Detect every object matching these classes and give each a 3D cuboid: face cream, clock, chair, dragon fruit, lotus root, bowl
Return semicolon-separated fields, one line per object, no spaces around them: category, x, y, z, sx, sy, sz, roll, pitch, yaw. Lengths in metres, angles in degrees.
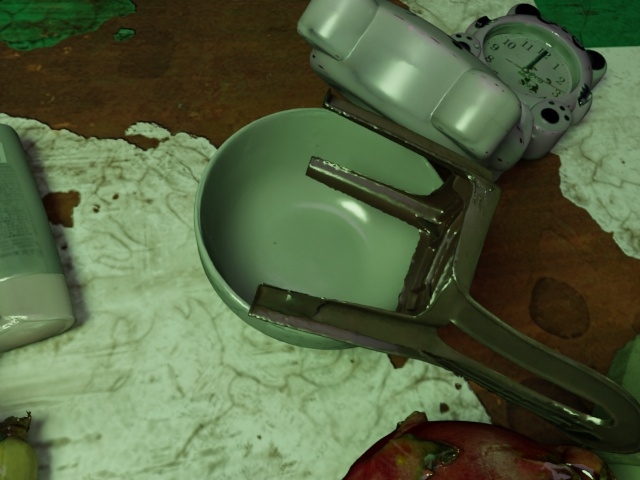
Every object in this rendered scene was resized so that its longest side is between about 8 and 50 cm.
face cream;-0.364;-0.009;0.660;0.107;0.073;0.269;-20;68;-13
clock;0.117;-0.183;0.703;0.295;0.322;0.113;37;101;9
chair;0.118;0.036;0.508;0.326;0.175;0.183;21;75;-3
dragon fruit;0.108;0.275;0.507;0.315;0.250;0.250;-43;73;16
lotus root;-0.309;0.238;0.550;0.073;0.062;0.150;-3;59;13
clock;0.315;-0.259;0.907;0.227;0.090;0.248;43;62;12
bowl;0.000;0.000;0.682;0.287;0.144;0.287;4;63;-8

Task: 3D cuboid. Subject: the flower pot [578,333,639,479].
flower pot;0.371;0.219;0.627;0.212;0.212;0.202;31;48;6

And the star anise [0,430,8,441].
star anise;-0.448;0.172;0.514;0.332;0.117;0.331;-3;62;5
